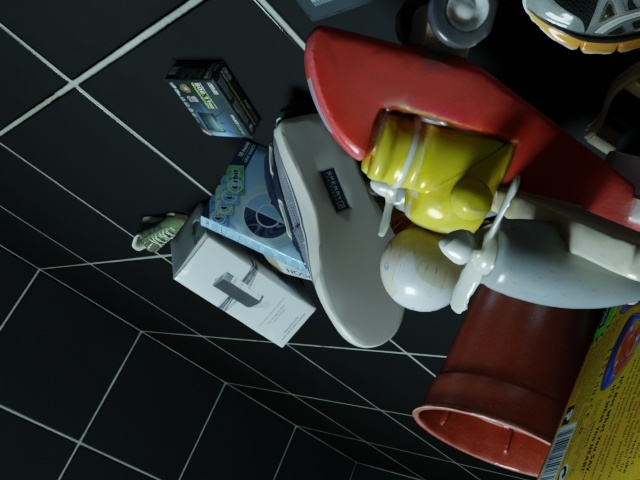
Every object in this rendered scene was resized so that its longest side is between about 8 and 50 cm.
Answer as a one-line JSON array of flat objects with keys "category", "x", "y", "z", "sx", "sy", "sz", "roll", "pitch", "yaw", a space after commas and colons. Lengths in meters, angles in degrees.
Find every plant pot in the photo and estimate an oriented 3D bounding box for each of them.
[{"category": "plant pot", "x": 0.325, "y": 0.213, "z": 1.052, "sx": 0.272, "sy": 0.265, "sz": 0.272, "roll": 21, "pitch": 156, "yaw": 10}]

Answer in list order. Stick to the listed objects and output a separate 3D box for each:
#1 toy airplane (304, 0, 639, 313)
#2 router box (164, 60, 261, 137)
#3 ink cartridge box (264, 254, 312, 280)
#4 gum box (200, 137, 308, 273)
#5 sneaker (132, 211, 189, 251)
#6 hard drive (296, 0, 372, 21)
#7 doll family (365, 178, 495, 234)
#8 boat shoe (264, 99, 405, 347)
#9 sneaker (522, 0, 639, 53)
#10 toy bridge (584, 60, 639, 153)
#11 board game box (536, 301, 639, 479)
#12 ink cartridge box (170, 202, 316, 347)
[{"category": "toy airplane", "x": 0.175, "y": -0.036, "z": 0.632, "sx": 0.384, "sy": 0.273, "sz": 0.386, "roll": 39, "pitch": -172, "yaw": 31}, {"category": "router box", "x": -0.155, "y": -0.204, "z": 0.932, "sx": 0.092, "sy": 0.038, "sz": 0.122, "roll": 8, "pitch": 151, "yaw": 31}, {"category": "ink cartridge box", "x": 0.000, "y": 0.000, "z": 1.141, "sx": 0.234, "sy": 0.088, "sz": 0.193, "roll": 12, "pitch": 152, "yaw": 25}, {"category": "gum box", "x": -0.072, "y": -0.056, "z": 1.010, "sx": 0.184, "sy": 0.157, "sz": 0.041, "roll": 25, "pitch": 156, "yaw": -1}, {"category": "sneaker", "x": -0.363, "y": -0.010, "z": 1.456, "sx": 0.192, "sy": 0.086, "sz": 0.064, "roll": -1, "pitch": 145, "yaw": 44}, {"category": "hard drive", "x": -0.012, "y": -0.290, "z": 0.646, "sx": 0.094, "sy": 0.022, "sz": 0.135, "roll": 0, "pitch": 146, "yaw": 43}, {"category": "doll family", "x": 0.158, "y": -0.013, "z": 0.930, "sx": 0.262, "sy": 0.118, "sz": 0.163, "roll": 32, "pitch": 154, "yaw": -16}, {"category": "boat shoe", "x": 0.012, "y": -0.013, "z": 0.899, "sx": 0.127, "sy": 0.341, "sz": 0.158, "roll": -13, "pitch": 170, "yaw": -18}, {"category": "sneaker", "x": 0.271, "y": -0.200, "z": 0.504, "sx": 0.214, "sy": 0.084, "sz": 0.083, "roll": 8, "pitch": 153, "yaw": 10}, {"category": "toy bridge", "x": 0.324, "y": -0.146, "z": 0.620, "sx": 0.063, "sy": 0.026, "sz": 0.188, "roll": 30, "pitch": 156, "yaw": -8}, {"category": "board game box", "x": 0.515, "y": 0.216, "z": 0.713, "sx": 0.356, "sy": 0.357, "sz": 0.356, "roll": 28, "pitch": 159, "yaw": 11}, {"category": "ink cartridge box", "x": -0.162, "y": 0.067, "z": 1.291, "sx": 0.272, "sy": 0.114, "sz": 0.197, "roll": 38, "pitch": -172, "yaw": -24}]
